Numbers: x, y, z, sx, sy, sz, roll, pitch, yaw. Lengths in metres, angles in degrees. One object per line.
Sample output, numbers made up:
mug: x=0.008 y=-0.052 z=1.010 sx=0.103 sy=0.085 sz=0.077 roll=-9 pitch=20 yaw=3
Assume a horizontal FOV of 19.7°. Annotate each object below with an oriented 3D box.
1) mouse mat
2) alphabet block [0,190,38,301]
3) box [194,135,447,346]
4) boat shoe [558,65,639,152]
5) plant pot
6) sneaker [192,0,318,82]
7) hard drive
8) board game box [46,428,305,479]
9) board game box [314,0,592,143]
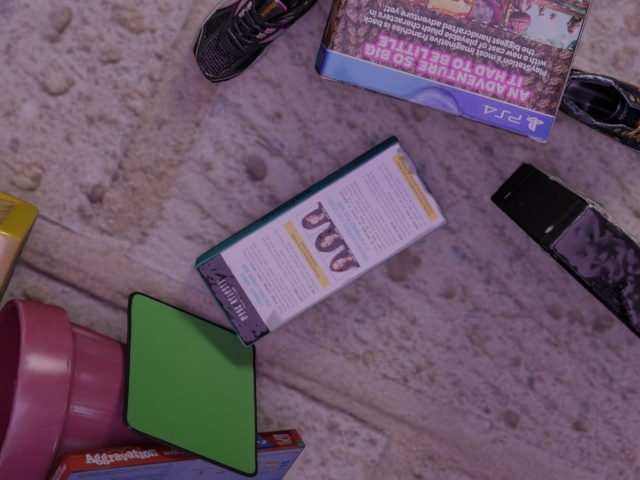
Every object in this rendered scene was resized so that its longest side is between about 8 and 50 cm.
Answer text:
mouse mat: x=-0.127 y=0.141 z=1.832 sx=0.152 sy=0.190 sz=0.007 roll=25 pitch=126 yaw=-24
alphabet block: x=-0.407 y=0.033 z=1.806 sx=0.193 sy=0.192 sz=0.197 roll=23 pitch=99 yaw=-8
box: x=0.000 y=0.000 z=1.882 sx=0.244 sy=0.060 sz=0.101 roll=-31 pitch=99 yaw=3
boat shoe: x=0.315 y=-0.123 z=1.863 sx=0.183 sy=0.083 sz=0.065 roll=19 pitch=98 yaw=-8
plant pot: x=-0.241 y=0.171 z=1.845 sx=0.180 sy=0.201 sz=0.201 roll=13 pitch=99 yaw=-21
sneaker: x=-0.058 y=-0.229 z=1.833 sx=0.072 sy=0.077 sz=0.178 roll=44 pitch=96 yaw=-7
hard drive: x=0.288 y=0.037 z=1.762 sx=0.237 sy=0.339 sz=0.064 roll=43 pitch=93 yaw=-8
board game box: x=-0.159 y=0.252 z=1.824 sx=0.281 sy=0.027 sz=0.145 roll=-1 pitch=134 yaw=-41
board game box: x=0.145 y=-0.270 z=1.802 sx=0.232 sy=0.141 sz=0.291 roll=16 pitch=99 yaw=-5
